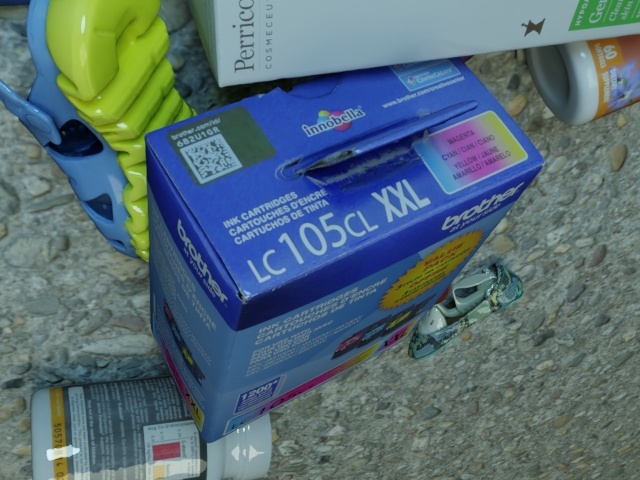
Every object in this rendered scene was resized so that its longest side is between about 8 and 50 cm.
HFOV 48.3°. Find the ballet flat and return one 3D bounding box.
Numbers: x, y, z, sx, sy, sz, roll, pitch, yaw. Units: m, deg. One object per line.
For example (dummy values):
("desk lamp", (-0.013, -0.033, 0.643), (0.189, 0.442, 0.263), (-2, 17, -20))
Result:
("ballet flat", (0.185, 0.092, 0.983), (0.188, 0.070, 0.070), (-36, 137, 13))

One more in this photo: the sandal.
("sandal", (-0.182, -0.097, 0.587), (0.138, 0.126, 0.317), (16, 147, 12))

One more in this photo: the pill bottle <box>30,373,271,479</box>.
("pill bottle", (-0.212, 0.251, 0.892), (0.278, 0.162, 0.162), (-2, 135, -22))

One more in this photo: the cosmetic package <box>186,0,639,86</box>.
("cosmetic package", (0.087, -0.247, 0.496), (0.365, 0.155, 0.197), (-12, 140, -13))

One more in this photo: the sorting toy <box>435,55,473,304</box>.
("sorting toy", (0.134, -0.094, 0.746), (0.126, 0.127, 0.366), (-36, 144, -30))

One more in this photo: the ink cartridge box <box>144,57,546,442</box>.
("ink cartridge box", (0.000, 0.000, 0.608), (0.269, 0.151, 0.395), (-24, 156, -24))

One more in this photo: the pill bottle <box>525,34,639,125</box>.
("pill bottle", (0.314, -0.201, 0.669), (0.216, 0.121, 0.121), (-23, 139, 0))
